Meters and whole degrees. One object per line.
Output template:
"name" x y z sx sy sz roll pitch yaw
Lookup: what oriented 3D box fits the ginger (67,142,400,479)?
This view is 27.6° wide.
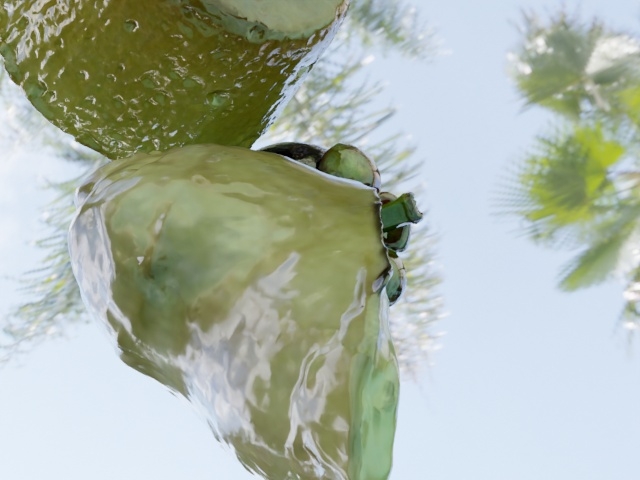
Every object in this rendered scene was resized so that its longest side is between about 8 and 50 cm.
"ginger" -0.030 0.028 0.453 0.123 0.193 0.115 17 -78 -15

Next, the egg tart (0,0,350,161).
"egg tart" -0.077 -0.154 0.774 0.203 0.147 0.202 17 -122 -29

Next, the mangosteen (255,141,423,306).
"mangosteen" 0.000 0.000 0.836 0.137 0.151 0.137 29 -127 -48
